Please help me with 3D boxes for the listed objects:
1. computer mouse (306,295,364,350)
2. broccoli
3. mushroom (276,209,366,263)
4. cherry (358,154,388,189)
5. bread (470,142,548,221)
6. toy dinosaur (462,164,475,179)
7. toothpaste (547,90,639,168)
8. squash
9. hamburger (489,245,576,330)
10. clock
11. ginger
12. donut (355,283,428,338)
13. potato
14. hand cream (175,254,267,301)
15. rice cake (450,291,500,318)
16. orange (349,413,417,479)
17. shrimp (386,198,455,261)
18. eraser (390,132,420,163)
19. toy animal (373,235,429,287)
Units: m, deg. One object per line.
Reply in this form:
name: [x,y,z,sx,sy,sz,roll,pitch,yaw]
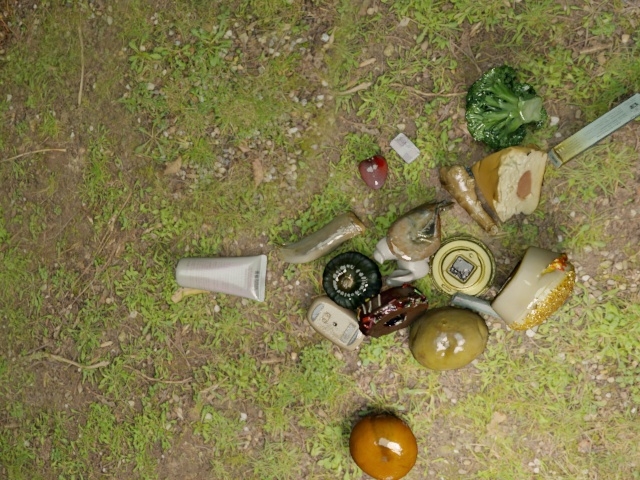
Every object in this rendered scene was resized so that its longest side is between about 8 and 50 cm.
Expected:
computer mouse: [0.062,0.305,1.659,0.237,0.082,0.145,31,97,9]
broccoli: [0.605,-0.433,1.458,0.262,0.241,0.269,-19,116,-6]
mushroom: [0.000,0.000,1.671,0.351,0.095,0.122,-24,65,12]
cherry: [0.190,-0.253,1.622,0.106,0.087,0.126,6,110,7]
bread: [0.636,-0.198,1.441,0.184,0.211,0.224,-16,79,-8]
toy dinosaur: [0.527,-0.232,1.569,0.047,0.030,0.083,-42,82,12]
toothpaste: [0.899,-0.358,1.451,0.313,0.089,0.071,-35,76,12]
squash: [0.112,0.141,1.599,0.218,0.172,0.218,-5,63,10]
hamburger: [0.678,0.156,1.414,0.179,0.276,0.294,36,103,22]
clock: [0.496,0.099,1.567,0.237,0.057,0.236,0,91,15]
ginger: [0.514,-0.143,1.528,0.086,0.131,0.294,-33,82,-24]
donut: [0.242,0.241,1.535,0.270,0.270,0.103,-32,59,12]
potato: [0.430,0.334,1.508,0.286,0.242,0.242,-8,89,16]
hand cream: [-0.390,0.135,1.763,0.359,0.118,0.185,4,89,6]
rice cake: [0.557,0.228,1.543,0.211,0.034,0.043,18,133,3]
orange: [0.222,0.722,1.579,0.240,0.171,0.240,4,105,14]
shrimp: [0.360,-0.040,1.522,0.317,0.077,0.168,-31,80,-18]
eraser: [0.307,-0.334,1.624,0.065,0.026,0.105,-41,82,8]
toy animal: [0.279,0.060,1.564,0.179,0.127,0.193,-24,73,-17]
